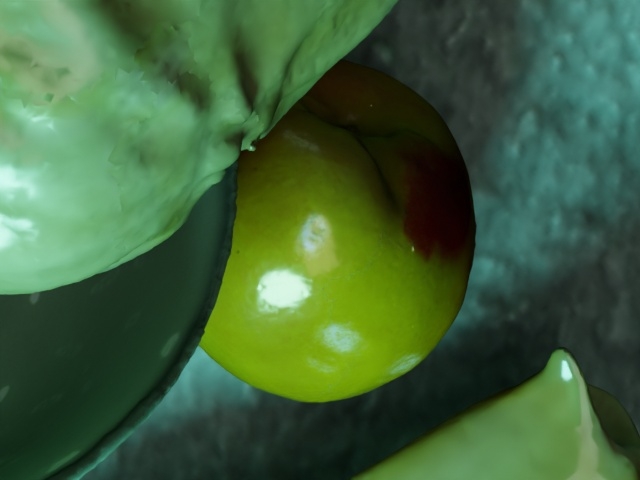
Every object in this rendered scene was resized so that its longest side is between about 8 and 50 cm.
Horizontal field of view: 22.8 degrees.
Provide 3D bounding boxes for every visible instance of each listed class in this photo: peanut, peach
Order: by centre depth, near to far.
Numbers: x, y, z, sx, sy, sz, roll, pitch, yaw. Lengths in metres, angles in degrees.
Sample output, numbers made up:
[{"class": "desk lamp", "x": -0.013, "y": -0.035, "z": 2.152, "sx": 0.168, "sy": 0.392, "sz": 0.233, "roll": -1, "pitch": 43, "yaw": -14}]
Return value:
[{"class": "peanut", "x": -0.043, "y": -0.158, "z": 0.522, "sx": 0.192, "sy": 0.169, "sz": 0.387, "roll": 12, "pitch": 62, "yaw": 14}, {"class": "peach", "x": 0.000, "y": 0.000, "z": 0.646, "sx": 0.138, "sy": 0.138, "sz": 0.138, "roll": -1, "pitch": 105, "yaw": -5}]

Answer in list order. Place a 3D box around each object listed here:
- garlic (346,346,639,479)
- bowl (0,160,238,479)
[{"class": "garlic", "x": -0.013, "y": 0.158, "z": 0.693, "sx": 0.338, "sy": 0.151, "sz": 0.196, "roll": -15, "pitch": 110, "yaw": 13}, {"class": "bowl", "x": -0.210, "y": -0.002, "z": 0.590, "sx": 0.337, "sy": 0.337, "sz": 0.157, "roll": 14, "pitch": 143, "yaw": -9}]
